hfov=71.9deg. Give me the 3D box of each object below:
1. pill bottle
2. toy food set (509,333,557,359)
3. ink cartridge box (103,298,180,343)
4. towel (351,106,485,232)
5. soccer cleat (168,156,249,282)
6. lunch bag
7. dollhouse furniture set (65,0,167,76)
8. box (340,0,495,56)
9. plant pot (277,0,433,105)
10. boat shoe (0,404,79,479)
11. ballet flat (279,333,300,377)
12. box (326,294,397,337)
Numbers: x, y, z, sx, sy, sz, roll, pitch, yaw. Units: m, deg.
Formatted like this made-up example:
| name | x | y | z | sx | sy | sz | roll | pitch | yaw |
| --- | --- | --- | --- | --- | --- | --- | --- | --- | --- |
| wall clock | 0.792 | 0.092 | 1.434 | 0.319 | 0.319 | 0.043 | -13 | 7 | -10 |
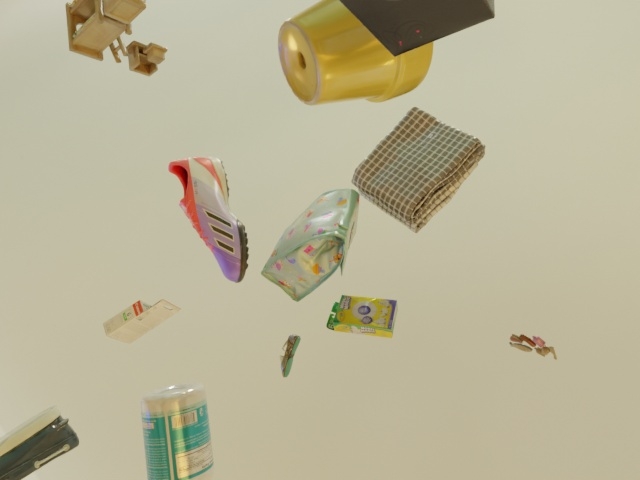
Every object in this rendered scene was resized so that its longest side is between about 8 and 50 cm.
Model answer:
| name | x | y | z | sx | sy | sz | roll | pitch | yaw |
| --- | --- | --- | --- | --- | --- | --- | --- | --- | --- |
| pill bottle | -0.323 | 0.472 | 1.007 | 0.146 | 0.146 | 0.263 | -10 | -97 | 13 |
| toy food set | 0.545 | 0.265 | 1.139 | 0.122 | 0.078 | 0.019 | 12 | -125 | 47 |
| ink cartridge box | -0.316 | 0.135 | 0.786 | 0.115 | 0.063 | 0.029 | -34 | -120 | -1 |
| towel | 0.247 | -0.191 | 1.131 | 0.283 | 0.121 | 0.235 | -48 | -132 | -2 |
| soccer cleat | -0.245 | -0.048 | 0.965 | 0.117 | 0.108 | 0.318 | -5 | -116 | -34 |
| lunch bag | 0.000 | 0.000 | 1.144 | 0.262 | 0.160 | 0.223 | -39 | -163 | 35 |
| dollhouse furniture set | -0.329 | -0.398 | 0.788 | 0.182 | 0.161 | 0.101 | -14 | -99 | 36 |
| box | 0.103 | -0.391 | 0.576 | 0.165 | 0.270 | 0.143 | -6 | -103 | 38 |
| plant pot | 0.055 | -0.392 | 0.899 | 0.239 | 0.254 | 0.254 | -26 | -132 | -21 |
| boat shoe | -0.447 | 0.327 | 0.571 | 0.095 | 0.079 | 0.254 | -26 | -172 | 42 |
| ballet flat | -0.087 | 0.301 | 1.164 | 0.041 | 0.041 | 0.114 | 16 | -96 | 29 |
| box | 0.109 | 0.199 | 1.179 | 0.179 | 0.043 | 0.105 | 1 | -141 | 19 |
